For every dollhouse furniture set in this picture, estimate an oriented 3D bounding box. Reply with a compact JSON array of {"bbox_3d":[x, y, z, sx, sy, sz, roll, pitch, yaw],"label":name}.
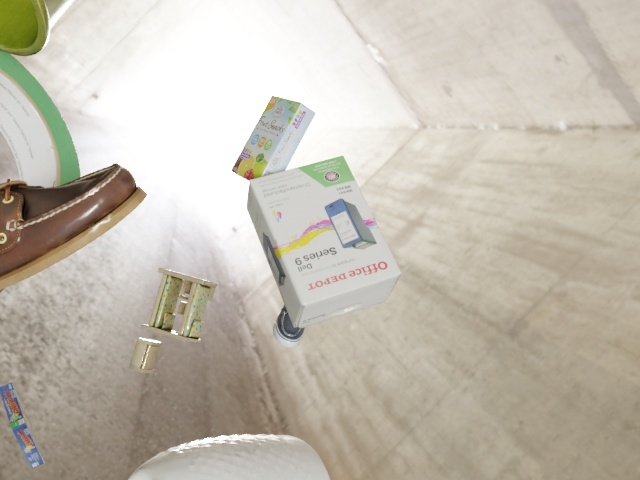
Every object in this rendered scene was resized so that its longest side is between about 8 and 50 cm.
[{"bbox_3d":[-0.239,0.158,1.293,0.101,0.182,0.161,14,-6,17],"label":"dollhouse furniture set"}]

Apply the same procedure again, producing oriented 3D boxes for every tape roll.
[{"bbox_3d":[-0.454,-0.121,0.921,0.321,0.077,0.321,51,26,-38],"label":"tape roll"}]

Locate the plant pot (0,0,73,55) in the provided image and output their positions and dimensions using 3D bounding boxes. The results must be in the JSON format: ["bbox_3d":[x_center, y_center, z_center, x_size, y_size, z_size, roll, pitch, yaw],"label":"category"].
[{"bbox_3d":[-0.313,-0.444,0.711,0.366,0.353,0.366,30,-21,13],"label":"plant pot"}]

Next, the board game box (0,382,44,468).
[{"bbox_3d":[-0.763,0.475,1.817,0.136,0.035,0.201,51,-28,35],"label":"board game box"}]

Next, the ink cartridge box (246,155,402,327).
[{"bbox_3d":[0.000,0.000,1.027,0.093,0.154,0.212,108,-38,-61],"label":"ink cartridge box"}]

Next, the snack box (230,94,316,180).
[{"bbox_3d":[-0.076,-0.153,1.114,0.037,0.141,0.100,29,0,-37],"label":"snack box"}]

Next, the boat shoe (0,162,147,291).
[{"bbox_3d":[-0.225,-0.005,0.513,0.073,0.207,0.073,58,13,-17],"label":"boat shoe"}]

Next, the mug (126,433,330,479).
[{"bbox_3d":[-0.148,0.490,1.246,0.374,0.276,0.328,-1,-12,45],"label":"mug"}]

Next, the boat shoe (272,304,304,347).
[{"bbox_3d":[-0.048,0.137,1.460,0.065,0.083,0.183,22,29,-4],"label":"boat shoe"}]
